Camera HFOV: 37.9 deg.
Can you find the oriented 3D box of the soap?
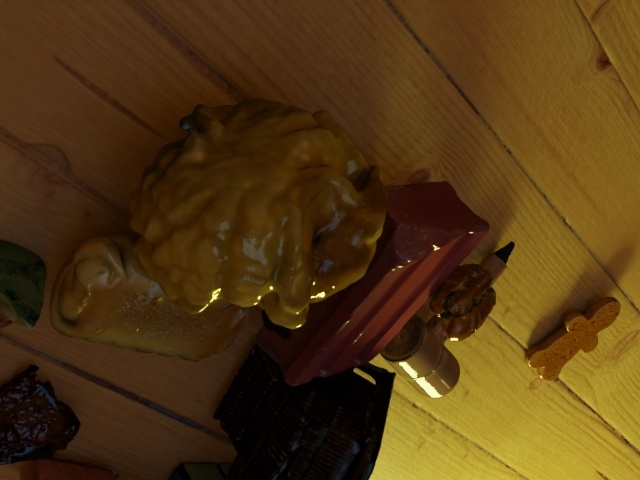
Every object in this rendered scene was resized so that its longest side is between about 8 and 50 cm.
[{"bbox_3d":[0.082,0.071,1.520,0.233,0.128,0.359,-10,145,-49],"label":"soap"}]

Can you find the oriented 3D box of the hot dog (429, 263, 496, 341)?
[{"bbox_3d":[0.258,0.099,1.661,0.072,0.115,0.269,-37,179,25],"label":"hot dog"}]

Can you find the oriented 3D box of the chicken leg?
[{"bbox_3d":[-0.503,0.266,1.399,0.322,0.083,0.177,8,108,-40],"label":"chicken leg"}]

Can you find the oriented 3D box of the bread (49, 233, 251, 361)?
[{"bbox_3d":[-0.249,0.088,1.401,0.311,0.121,0.173,22,111,-42],"label":"bread"}]

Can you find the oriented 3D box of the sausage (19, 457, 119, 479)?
[{"bbox_3d":[-0.416,0.399,1.564,0.169,0.065,0.065,26,105,-44],"label":"sausage"}]

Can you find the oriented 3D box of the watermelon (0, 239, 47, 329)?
[{"bbox_3d":[-0.453,0.063,1.302,0.098,0.121,0.158,37,142,-30],"label":"watermelon"}]

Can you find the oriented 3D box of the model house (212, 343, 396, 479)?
[{"bbox_3d":[-0.054,0.347,1.683,0.282,0.297,0.317,26,107,-3],"label":"model house"}]

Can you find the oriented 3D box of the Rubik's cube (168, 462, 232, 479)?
[{"bbox_3d":[-0.198,0.535,1.738,0.180,0.167,0.183,14,115,-41],"label":"Rubik's cube"}]

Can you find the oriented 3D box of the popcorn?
[{"bbox_3d":[-0.085,-0.015,1.292,0.349,0.349,0.382,-25,138,-17],"label":"popcorn"}]

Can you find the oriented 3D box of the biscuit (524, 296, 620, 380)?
[{"bbox_3d":[0.578,0.215,2.128,0.250,0.036,0.165,-42,136,4],"label":"biscuit"}]

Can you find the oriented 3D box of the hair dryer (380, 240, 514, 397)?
[{"bbox_3d":[0.277,0.142,1.830,0.344,0.107,0.189,-47,133,-4],"label":"hair dryer"}]
